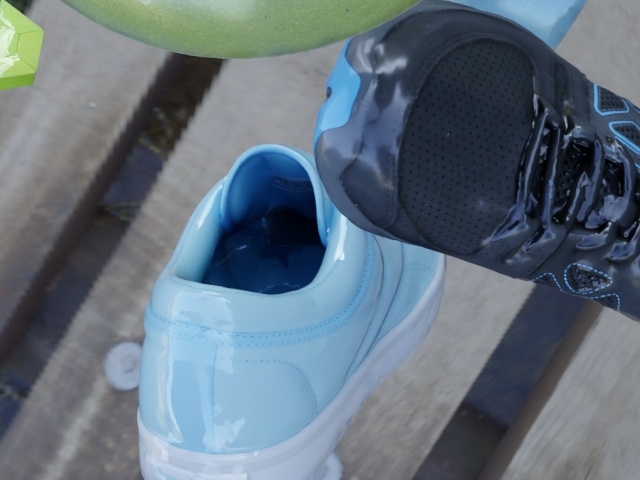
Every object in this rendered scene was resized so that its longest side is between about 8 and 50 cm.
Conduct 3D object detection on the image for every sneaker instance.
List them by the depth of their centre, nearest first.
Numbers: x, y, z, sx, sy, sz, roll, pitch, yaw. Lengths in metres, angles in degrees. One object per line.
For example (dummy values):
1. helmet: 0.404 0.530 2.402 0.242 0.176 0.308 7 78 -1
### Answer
1. sneaker: 0.139 -0.030 0.867 0.139 0.340 0.125 21 93 45
2. sneaker: 0.000 0.000 0.998 0.135 0.366 0.150 10 119 10

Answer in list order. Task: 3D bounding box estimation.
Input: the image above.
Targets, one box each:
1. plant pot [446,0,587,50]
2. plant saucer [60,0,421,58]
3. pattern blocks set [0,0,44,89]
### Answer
1. plant pot: 0.096 -0.280 1.273 0.195 0.290 0.290 19 96 -12
2. plant saucer: -0.030 -0.189 0.628 0.241 0.037 0.241 -1 86 9
3. pattern blocks set: -0.362 -0.183 1.360 0.285 0.026 0.325 8 55 -18
